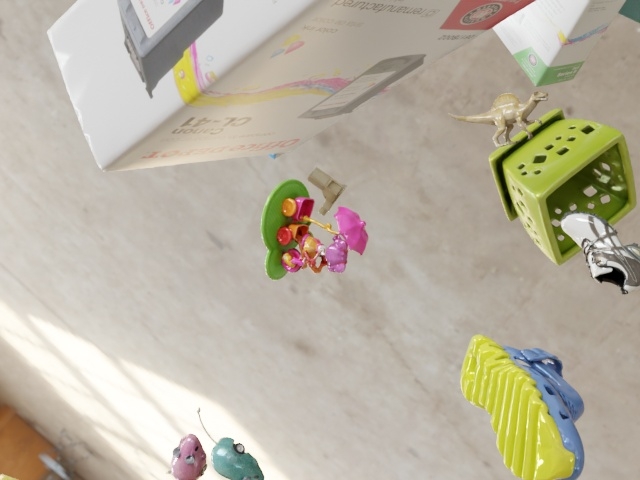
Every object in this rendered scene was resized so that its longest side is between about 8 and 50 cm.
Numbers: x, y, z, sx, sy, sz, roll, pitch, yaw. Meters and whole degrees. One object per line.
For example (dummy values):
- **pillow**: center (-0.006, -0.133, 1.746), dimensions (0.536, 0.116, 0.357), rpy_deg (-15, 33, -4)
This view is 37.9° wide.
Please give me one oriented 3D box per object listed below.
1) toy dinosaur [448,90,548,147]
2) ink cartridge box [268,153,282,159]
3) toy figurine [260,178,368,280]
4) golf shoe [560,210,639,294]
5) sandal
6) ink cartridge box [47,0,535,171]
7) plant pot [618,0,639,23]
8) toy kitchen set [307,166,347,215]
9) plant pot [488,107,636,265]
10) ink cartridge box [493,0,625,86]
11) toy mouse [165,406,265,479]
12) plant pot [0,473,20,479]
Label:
- **toy dinosaur**: center (0.331, -0.218, 1.687), dimensions (0.183, 0.053, 0.092), rpy_deg (-13, 92, 26)
- **ink cartridge box**: center (-0.125, -0.257, 1.817), dimensions (0.181, 0.061, 0.104), rpy_deg (41, 137, 15)
- **toy figurine**: center (0.000, 0.000, 1.511), dimensions (0.159, 0.173, 0.130), rpy_deg (16, -172, 33)
- **golf shoe**: center (0.510, 0.021, 1.703), dimensions (0.198, 0.094, 0.077), rpy_deg (37, 154, 28)
- **sandal**: center (0.292, 0.216, 1.243), dimensions (0.138, 0.317, 0.126), rpy_deg (8, 109, -8)
- **ink cartridge box**: center (-0.016, -0.173, 0.686), dimensions (0.306, 0.226, 0.131), rpy_deg (-29, 78, 41)
- **plant pot**: center (0.634, -0.435, 1.557), dimensions (0.234, 0.166, 0.165), rpy_deg (30, 150, 1)
- **toy kitchen set**: center (0.010, -0.115, 2.018), dimensions (0.075, 0.068, 0.083), rpy_deg (36, 143, 3)
- **plant pot**: center (0.491, -0.125, 1.937), dimensions (0.207, 0.227, 0.228), rpy_deg (45, 168, 46)
- **ink cartridge box**: center (0.390, -0.383, 1.521), dimensions (0.154, 0.093, 0.212), rpy_deg (62, 151, 27)
- **toy mouse**: center (-0.115, 0.241, 0.983), dimensions (0.161, 0.031, 0.143), rpy_deg (6, 123, 32)
- **plant pot**: center (-0.291, 0.279, 0.886), dimensions (0.134, 0.095, 0.134), rpy_deg (18, 160, 7)
